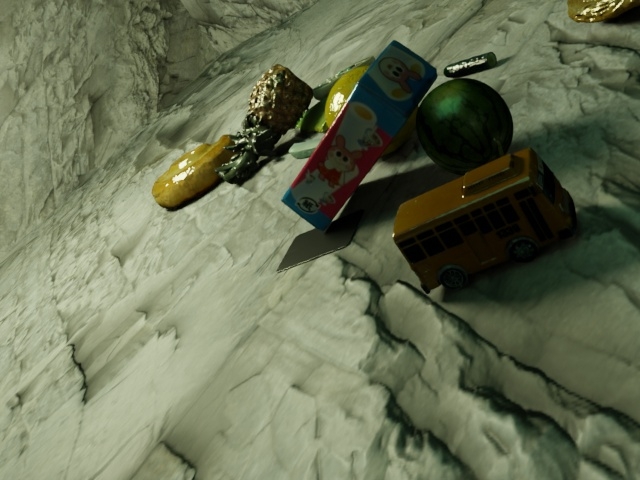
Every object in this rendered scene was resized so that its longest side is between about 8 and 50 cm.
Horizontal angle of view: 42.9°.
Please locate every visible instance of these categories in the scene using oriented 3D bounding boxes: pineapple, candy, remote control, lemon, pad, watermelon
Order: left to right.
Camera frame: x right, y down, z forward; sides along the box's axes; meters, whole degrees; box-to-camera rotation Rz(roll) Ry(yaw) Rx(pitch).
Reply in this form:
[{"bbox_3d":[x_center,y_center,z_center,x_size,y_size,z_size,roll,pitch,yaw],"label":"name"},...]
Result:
[{"bbox_3d":[-0.143,-0.271,1.985,0.310,0.141,0.170,-56,39,2],"label":"pineapple"},{"bbox_3d":[0.000,0.000,1.388,0.157,0.003,0.112,-21,26,33],"label":"pad"},{"bbox_3d":[0.063,-0.413,2.075,0.221,0.042,0.078,-37,17,-35],"label":"remote control"},{"bbox_3d":[0.060,-0.167,1.346,0.157,0.100,0.306,-53,1,-43],"label":"candy"},{"bbox_3d":[0.097,-0.239,1.520,0.173,0.173,0.206,-36,37,-2],"label":"lemon"},{"bbox_3d":[0.223,-0.155,1.210,0.140,0.141,0.187,-33,58,7],"label":"watermelon"}]

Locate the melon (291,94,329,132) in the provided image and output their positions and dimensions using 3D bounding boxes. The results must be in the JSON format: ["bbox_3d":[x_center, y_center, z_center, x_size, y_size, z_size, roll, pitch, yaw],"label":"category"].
[{"bbox_3d":[-0.004,-0.296,1.991,0.261,0.053,0.114,-3,56,61],"label":"melon"}]

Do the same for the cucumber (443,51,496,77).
[{"bbox_3d":[0.295,-0.351,1.644,0.133,0.032,0.032,-4,38,52],"label":"cucumber"}]

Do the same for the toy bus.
[{"bbox_3d":[0.197,-0.028,0.993,0.201,0.114,0.098,-24,25,27],"label":"toy bus"}]

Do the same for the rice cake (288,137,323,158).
[{"bbox_3d":[-0.010,-0.208,1.804,0.042,0.030,0.180,-51,25,-22],"label":"rice cake"}]

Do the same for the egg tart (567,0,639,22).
[{"bbox_3d":[0.573,-0.518,1.420,0.339,0.153,0.351,-9,34,44],"label":"egg tart"}]

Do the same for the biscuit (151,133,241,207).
[{"bbox_3d":[-0.337,-0.182,2.165,0.274,0.091,0.213,-29,20,11],"label":"biscuit"}]
